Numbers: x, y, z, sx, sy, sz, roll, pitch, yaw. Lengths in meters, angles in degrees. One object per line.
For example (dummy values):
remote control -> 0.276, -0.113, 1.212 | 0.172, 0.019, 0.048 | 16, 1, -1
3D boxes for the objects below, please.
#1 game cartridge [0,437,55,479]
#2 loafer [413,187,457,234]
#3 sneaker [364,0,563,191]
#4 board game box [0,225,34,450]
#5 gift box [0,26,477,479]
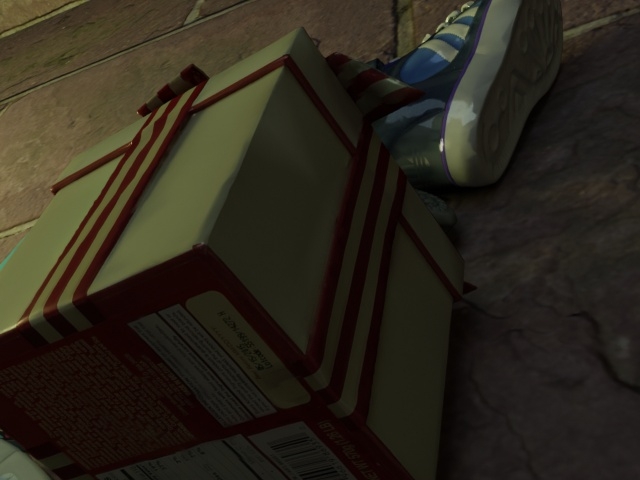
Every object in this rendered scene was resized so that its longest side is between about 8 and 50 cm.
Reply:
game cartridge -> -0.251, 0.257, 0.583 | 0.198, 0.062, 0.297 | -41, 33, -16
loafer -> 0.000, 0.000, 0.765 | 0.251, 0.087, 0.094 | -2, 11, 19
sneaker -> 0.104, -0.173, 0.882 | 0.236, 0.130, 0.323 | 2, 46, 34
board game box -> -0.230, 0.056, 0.845 | 0.253, 0.079, 0.336 | -9, 35, 28
gift box -> -0.035, 0.034, 0.567 | 0.276, 0.255, 0.258 | -19, 33, 25
